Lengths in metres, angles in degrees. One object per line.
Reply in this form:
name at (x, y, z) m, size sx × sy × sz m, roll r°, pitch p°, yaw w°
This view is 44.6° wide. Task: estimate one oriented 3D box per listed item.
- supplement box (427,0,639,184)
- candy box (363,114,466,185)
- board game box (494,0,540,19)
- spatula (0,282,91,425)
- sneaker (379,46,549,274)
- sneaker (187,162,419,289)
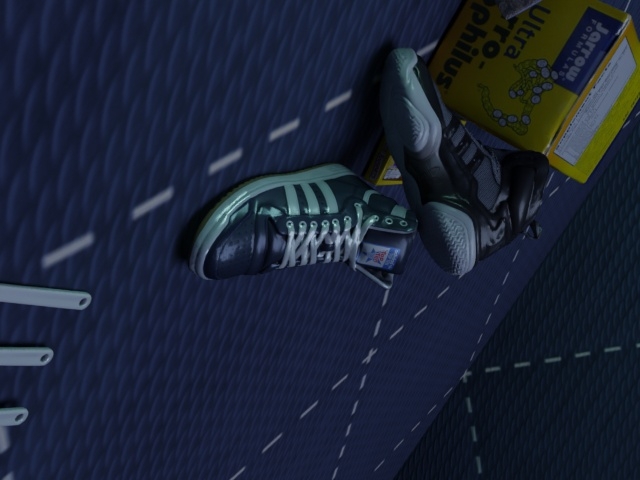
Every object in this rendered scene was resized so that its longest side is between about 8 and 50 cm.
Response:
supplement box at (0.315, -0.221, 1.097) m, size 0.194 × 0.195 × 0.356 m, roll -61°, pitch 156°, yaw 12°
candy box at (0.136, -0.129, 1.089) m, size 0.206 × 0.027 × 0.105 m, roll -11°, pitch 127°, yaw -58°
board game box at (0.319, -0.386, 0.819) m, size 0.291 × 0.141 × 0.232 m, roll -36°, pitch -171°, yaw -36°
spatula at (-0.288, 0.090, 0.598) m, size 0.168 × 0.019 × 0.242 m, roll -62°, pitch 157°, yaw 2°
sneaker at (0.170, -0.105, 0.911) m, size 0.153 × 0.268 × 0.101 m, roll -19°, pitch -177°, yaw -14°
sneaker at (0.000, 0.000, 0.842) m, size 0.282 × 0.153 × 0.099 m, roll -26°, pitch 143°, yaw -49°
